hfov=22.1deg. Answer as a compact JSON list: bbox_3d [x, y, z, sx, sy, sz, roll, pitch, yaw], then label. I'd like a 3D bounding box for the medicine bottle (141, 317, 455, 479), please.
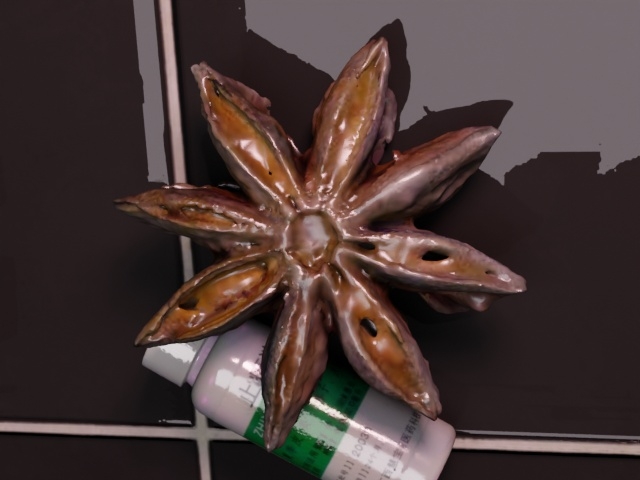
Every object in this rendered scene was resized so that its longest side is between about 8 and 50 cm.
[{"bbox_3d":[-0.020,0.135,1.363,0.260,0.095,0.095,27,111,3],"label":"medicine bottle"}]

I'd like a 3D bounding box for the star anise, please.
[{"bbox_3d":[0.001,0.002,1.283,0.332,0.117,0.331,0,91,9],"label":"star anise"}]
